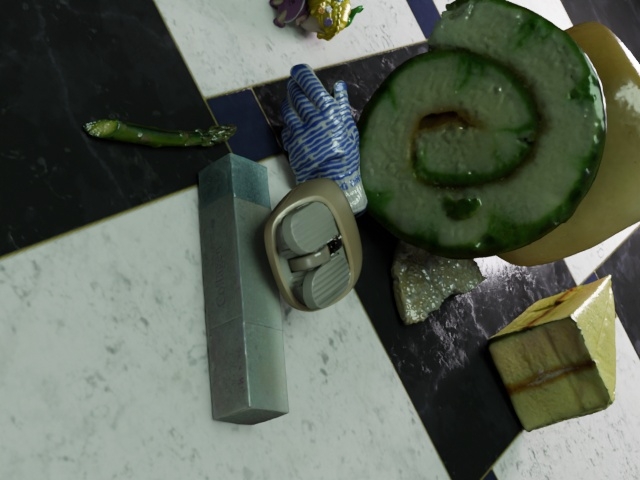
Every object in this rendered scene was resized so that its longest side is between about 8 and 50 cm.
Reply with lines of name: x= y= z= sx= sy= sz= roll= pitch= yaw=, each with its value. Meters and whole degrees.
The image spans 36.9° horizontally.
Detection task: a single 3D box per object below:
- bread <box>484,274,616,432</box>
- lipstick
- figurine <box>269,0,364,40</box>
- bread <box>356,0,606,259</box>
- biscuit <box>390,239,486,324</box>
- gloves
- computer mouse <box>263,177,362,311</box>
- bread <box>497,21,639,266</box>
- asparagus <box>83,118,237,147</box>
bread: x=0.414 y=0.180 z=1.582 sx=0.264 sy=0.168 sz=0.163 roll=-24 pitch=89 yaw=-54
lipstick: x=-0.094 y=0.054 z=1.137 sx=0.068 sy=0.066 sz=0.317 roll=19 pitch=55 yaw=-44
figurine: x=0.014 y=-0.361 z=1.473 sx=0.156 sy=0.115 sz=0.094 roll=6 pitch=75 yaw=-50
bread: x=0.222 y=-0.164 z=1.387 sx=0.129 sy=0.366 sz=0.381 roll=6 pitch=76 yaw=-75
biscuit: x=0.172 y=0.039 z=1.489 sx=0.250 sy=0.032 sz=0.133 roll=-22 pitch=85 yaw=-52
gloves: x=0.005 y=-0.136 z=1.334 sx=0.119 sy=0.097 sz=0.229 roll=-22 pitch=88 yaw=-16
computer mouse: x=0.000 y=0.000 z=1.197 sx=0.236 sy=0.082 sz=0.145 roll=-48 pitch=123 yaw=-71
bread: x=0.363 y=-0.147 z=1.547 sx=0.253 sy=0.376 sz=0.348 roll=14 pitch=51 yaw=-67
asparagus: x=-0.185 y=-0.130 z=1.170 sx=0.236 sy=0.027 sz=0.034 roll=-5 pitch=83 yaw=-50
